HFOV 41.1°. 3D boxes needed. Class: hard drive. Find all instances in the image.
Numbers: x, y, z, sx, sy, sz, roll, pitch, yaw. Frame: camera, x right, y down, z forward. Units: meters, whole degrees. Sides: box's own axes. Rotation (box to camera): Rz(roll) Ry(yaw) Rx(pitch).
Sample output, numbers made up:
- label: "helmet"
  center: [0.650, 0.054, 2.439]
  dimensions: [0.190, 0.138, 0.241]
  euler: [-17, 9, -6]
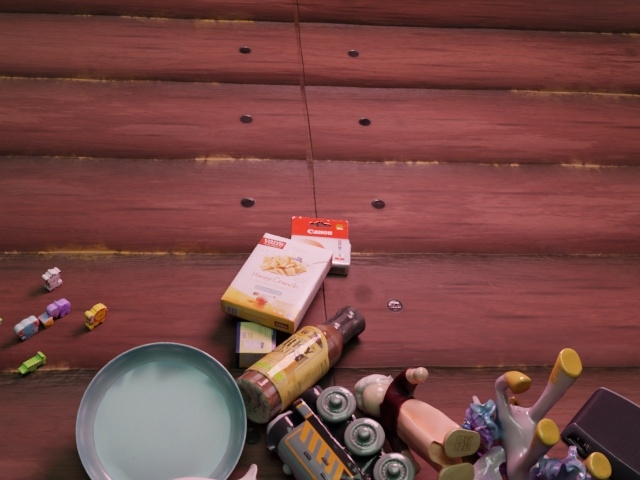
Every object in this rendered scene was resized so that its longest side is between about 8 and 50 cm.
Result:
- label: "hard drive"
  center: [0.638, 0.416, 1.733]
  dimensions: [0.255, 0.054, 0.172]
  euler: [36, 53, 25]

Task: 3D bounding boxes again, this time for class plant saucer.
- label: "plant saucer"
  center: [-0.300, 0.354, 1.627]
  dimensions: [0.318, 0.043, 0.317]
  euler: [2, 69, -6]

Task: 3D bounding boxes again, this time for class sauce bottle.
- label: "sauce bottle"
  center: [-0.034, 0.244, 1.773]
  dimensions: [0.111, 0.111, 0.344]
  euler: [32, 42, 22]

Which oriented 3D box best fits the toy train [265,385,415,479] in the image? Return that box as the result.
- label: "toy train"
  center: [0.040, 0.425, 1.607]
  dimensions: [0.190, 0.142, 0.334]
  euler: [-32, 57, -20]

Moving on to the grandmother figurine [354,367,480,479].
- label: "grandmother figurine"
  center: [0.168, 0.338, 1.628]
  dimensions: [0.104, 0.207, 0.342]
  euler: [13, 4, -28]

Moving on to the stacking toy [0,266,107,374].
- label: "stacking toy"
  center: [-0.595, 0.167, 1.826]
  dimensions: [0.167, 0.052, 0.221]
  euler: [35, 53, 24]

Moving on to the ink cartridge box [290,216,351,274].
- label: "ink cartridge box"
  center: [0.000, 0.000, 2.058]
  dimensions: [0.146, 0.045, 0.179]
  euler: [5, 49, -3]

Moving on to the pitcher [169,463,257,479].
- label: "pitcher"
  center: [-0.199, 0.494, 1.489]
  dimensions: [0.207, 0.125, 0.177]
  euler: [-9, 47, -11]

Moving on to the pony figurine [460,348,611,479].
- label: "pony figurine"
  center: [0.375, 0.408, 1.557]
  dimensions: [0.303, 0.363, 0.350]
  euler: [-1, 62, -17]

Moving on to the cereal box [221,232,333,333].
- label: "cereal box"
  center: [-0.092, 0.089, 1.894]
  dimensions: [0.173, 0.047, 0.240]
  euler: [15, 44, 14]

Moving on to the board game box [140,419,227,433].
- label: "board game box"
  center: [-0.275, 0.328, 1.714]
  dimensions: [0.170, 0.048, 0.141]
  euler: [-3, 46, -10]

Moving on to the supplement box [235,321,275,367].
- label: "supplement box"
  center: [-0.138, 0.223, 1.822]
  dimensions: [0.083, 0.056, 0.083]
  euler: [2, 46, -5]
